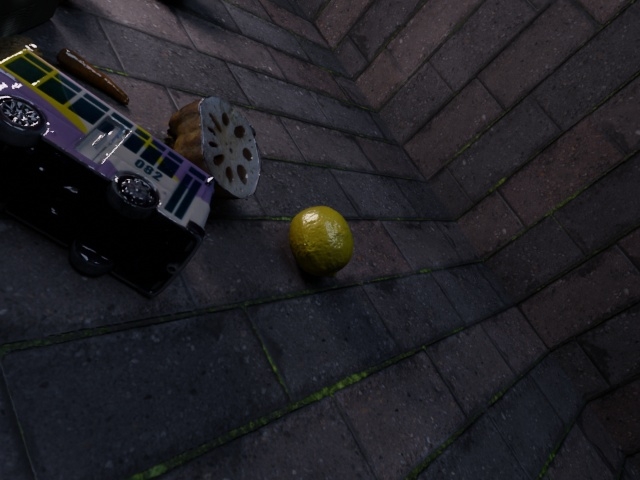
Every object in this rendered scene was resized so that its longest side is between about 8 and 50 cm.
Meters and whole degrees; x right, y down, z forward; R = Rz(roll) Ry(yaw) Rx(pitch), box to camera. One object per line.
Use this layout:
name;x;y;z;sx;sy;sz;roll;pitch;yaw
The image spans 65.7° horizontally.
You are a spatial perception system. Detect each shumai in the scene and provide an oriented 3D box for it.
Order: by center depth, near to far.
shumai;-0.616;-0.327;1.006;0.162;0.209;0.153;-56;143;-24

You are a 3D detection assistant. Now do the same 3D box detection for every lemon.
lemon;0.000;0.003;1.349;0.180;0.180;0.193;16;75;-41

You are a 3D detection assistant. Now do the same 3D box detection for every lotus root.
lotus root;-0.282;-0.218;1.219;0.272;0.191;0.273;-6;90;-70

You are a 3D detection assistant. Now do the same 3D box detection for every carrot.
carrot;-0.565;-0.407;1.245;0.191;0.047;0.047;35;32;-31

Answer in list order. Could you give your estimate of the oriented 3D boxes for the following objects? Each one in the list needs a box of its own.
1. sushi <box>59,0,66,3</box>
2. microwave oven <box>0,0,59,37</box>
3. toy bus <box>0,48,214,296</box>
sushi;-0.690;-0.793;1.330;0.166;0.297;0.179;-15;29;-36
microwave oven;-0.808;-0.673;1.048;0.432;0.236;0.375;36;32;-18
toy bus;-0.421;-0.116;0.918;0.439;0.209;0.249;35;32;-19
